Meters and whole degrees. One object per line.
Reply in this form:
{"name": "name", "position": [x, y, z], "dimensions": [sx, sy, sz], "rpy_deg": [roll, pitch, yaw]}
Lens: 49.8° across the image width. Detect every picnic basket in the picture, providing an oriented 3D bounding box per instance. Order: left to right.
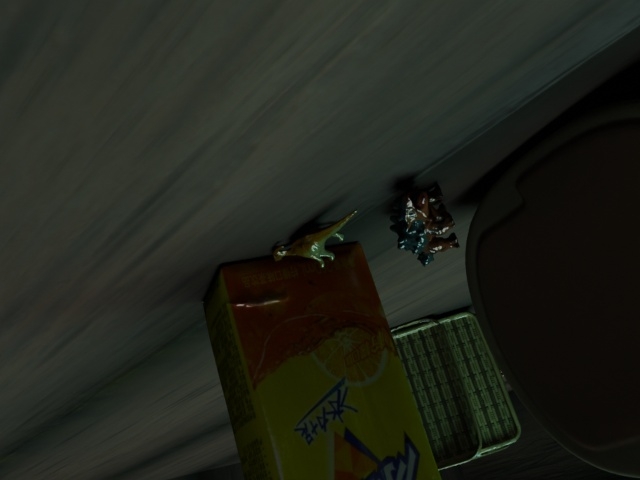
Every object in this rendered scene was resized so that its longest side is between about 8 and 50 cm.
{"name": "picnic basket", "position": [0.150, 0.264, 1.136], "dimensions": [0.313, 0.228, 0.175], "rpy_deg": [-15, 163, -4]}

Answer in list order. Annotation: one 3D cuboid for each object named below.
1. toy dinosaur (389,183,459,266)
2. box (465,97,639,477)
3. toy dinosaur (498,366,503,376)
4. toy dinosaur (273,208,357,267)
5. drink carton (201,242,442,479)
{"name": "toy dinosaur", "position": [0.092, -0.010, 0.616], "dimensions": [0.055, 0.049, 0.154], "rpy_deg": [-21, 155, 4]}
{"name": "box", "position": [0.304, 0.028, 0.584], "dimensions": [0.216, 0.301, 0.301], "rpy_deg": [-11, 161, -37]}
{"name": "toy dinosaur", "position": [0.566, 0.277, 1.707], "dimensions": [0.432, 0.097, 0.208], "rpy_deg": [-17, 170, 7]}
{"name": "toy dinosaur", "position": [0.002, 0.001, 0.601], "dimensions": [0.041, 0.026, 0.113], "rpy_deg": [24, 147, -38]}
{"name": "drink carton", "position": [0.008, 0.190, 0.630], "dimensions": [0.155, 0.351, 0.111], "rpy_deg": [-10, 159, -22]}
